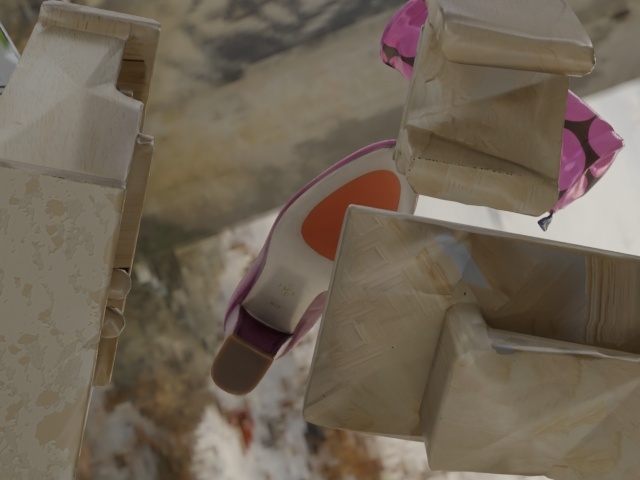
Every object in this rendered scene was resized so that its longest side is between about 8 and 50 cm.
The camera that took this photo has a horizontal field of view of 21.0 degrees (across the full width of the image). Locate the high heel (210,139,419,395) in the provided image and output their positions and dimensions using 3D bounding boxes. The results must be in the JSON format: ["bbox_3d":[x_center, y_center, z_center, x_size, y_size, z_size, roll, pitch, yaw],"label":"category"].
[{"bbox_3d":[0.000,0.000,1.891,0.127,0.377,0.181,38,32,-7],"label":"high heel"}]

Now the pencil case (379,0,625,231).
[{"bbox_3d":[0.142,-0.112,1.401,0.209,0.095,0.098,46,-8,8],"label":"pencil case"}]

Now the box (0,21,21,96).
[{"bbox_3d":[-0.370,-0.097,1.404,0.087,0.290,0.169,-12,64,-53],"label":"box"}]

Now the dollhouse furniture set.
[{"bbox_3d":[0.023,0.026,0.896,0.256,0.394,0.362,-94,-164,-68],"label":"dollhouse furniture set"}]
